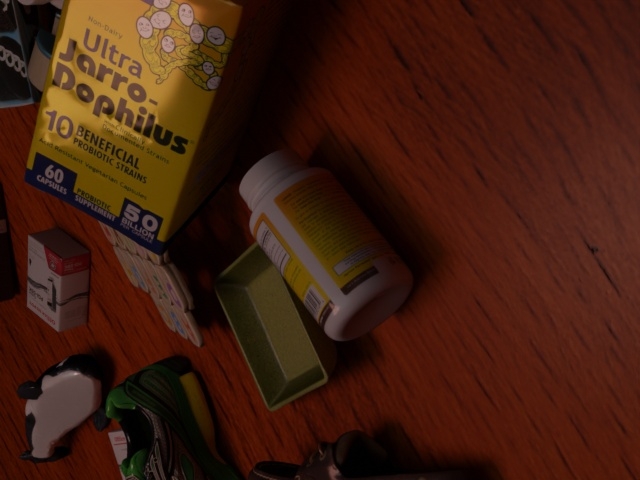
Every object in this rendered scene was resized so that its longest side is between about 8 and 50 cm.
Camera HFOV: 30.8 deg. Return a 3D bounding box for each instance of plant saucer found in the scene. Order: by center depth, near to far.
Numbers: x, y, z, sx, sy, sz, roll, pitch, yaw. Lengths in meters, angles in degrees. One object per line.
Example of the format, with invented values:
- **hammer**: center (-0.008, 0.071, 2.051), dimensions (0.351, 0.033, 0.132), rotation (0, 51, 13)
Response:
- **plant saucer**: center (-0.049, 0.102, 1.434), dimensions (0.188, 0.045, 0.188), rotation (-39, 73, 59)

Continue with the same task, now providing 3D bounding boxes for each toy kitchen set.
- **toy kitchen set**: center (-0.265, -0.255, 1.558), dimensions (0.207, 0.166, 0.122), rotation (27, 133, -5)

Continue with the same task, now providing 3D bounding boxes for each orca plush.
- **orca plush**: center (-0.414, 0.261, 1.912), dimensions (0.151, 0.102, 0.287), rotation (12, 135, -3)

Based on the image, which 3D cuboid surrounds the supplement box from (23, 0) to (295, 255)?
- **supplement box**: center (-0.180, -0.197, 1.331), dimensions (0.194, 0.195, 0.356), rotation (28, 128, 5)

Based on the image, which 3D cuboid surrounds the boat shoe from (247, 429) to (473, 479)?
- **boat shoe**: center (0.043, 0.284, 1.371), dimensions (0.342, 0.123, 0.123), rotation (2, 91, 48)

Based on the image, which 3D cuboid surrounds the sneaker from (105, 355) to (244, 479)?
- **sneaker**: center (-0.205, 0.345, 1.634), dimensions (0.134, 0.146, 0.343), rotation (-35, 78, 48)

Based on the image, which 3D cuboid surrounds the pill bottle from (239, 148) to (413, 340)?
- **pill bottle**: center (0.000, 0.000, 1.306), dimensions (0.215, 0.117, 0.117), rotation (52, 136, 22)

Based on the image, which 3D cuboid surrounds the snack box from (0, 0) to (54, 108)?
- **snack box**: center (-0.433, -0.352, 1.628), dimensions (0.187, 0.060, 0.321), rotation (-78, -21, -80)

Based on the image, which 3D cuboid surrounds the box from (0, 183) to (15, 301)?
- **box**: center (-0.645, 0.013, 1.968), dimensions (0.167, 0.168, 0.203), rotation (4, 103, 38)

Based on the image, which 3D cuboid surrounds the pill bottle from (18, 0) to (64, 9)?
- **pill bottle**: center (-0.298, -0.348, 1.468), dimensions (0.108, 0.180, 0.107), rotation (19, 116, 43)

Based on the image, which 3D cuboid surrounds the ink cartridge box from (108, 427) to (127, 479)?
- **ink cartridge box**: center (-0.258, 0.327, 1.752), dimensions (0.104, 0.060, 0.180), rotation (-19, 89, 50)

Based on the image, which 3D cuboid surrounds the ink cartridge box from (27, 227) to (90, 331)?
- **ink cartridge box**: center (-0.416, 0.063, 1.839), dimensions (0.099, 0.056, 0.135), rotation (30, 123, 38)

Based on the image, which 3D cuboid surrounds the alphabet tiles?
- **alphabet tiles**: center (-0.245, 0.015, 1.565), dimensions (0.278, 0.021, 0.284), rotation (65, 161, -16)
